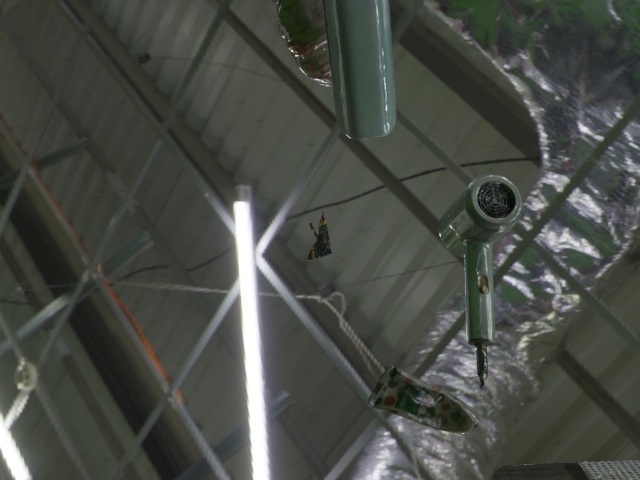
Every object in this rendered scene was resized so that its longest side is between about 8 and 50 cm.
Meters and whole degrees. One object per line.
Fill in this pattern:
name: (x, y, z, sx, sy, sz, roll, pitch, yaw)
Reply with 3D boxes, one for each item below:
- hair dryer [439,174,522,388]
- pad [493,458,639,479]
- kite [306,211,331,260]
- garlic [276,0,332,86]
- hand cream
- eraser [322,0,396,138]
hair dryer: (0.283, 0.077, 1.356, 0.173, 0.108, 0.357, 112, -20, -71)
pad: (0.338, 0.286, 0.779, 0.323, 0.250, 0.055, 155, -66, -84)
kite: (0.000, 0.000, 1.498, 0.004, 0.090, 0.122, -7, -134, 34)
garlic: (0.036, -0.402, 1.406, 0.212, 0.218, 0.218, -28, -108, 16)
hand cream: (0.135, 0.206, 0.975, 0.057, 0.165, 0.037, -61, -153, 6)
eraser: (0.059, -0.321, 1.189, 0.189, 0.104, 0.289, -101, -177, -60)
